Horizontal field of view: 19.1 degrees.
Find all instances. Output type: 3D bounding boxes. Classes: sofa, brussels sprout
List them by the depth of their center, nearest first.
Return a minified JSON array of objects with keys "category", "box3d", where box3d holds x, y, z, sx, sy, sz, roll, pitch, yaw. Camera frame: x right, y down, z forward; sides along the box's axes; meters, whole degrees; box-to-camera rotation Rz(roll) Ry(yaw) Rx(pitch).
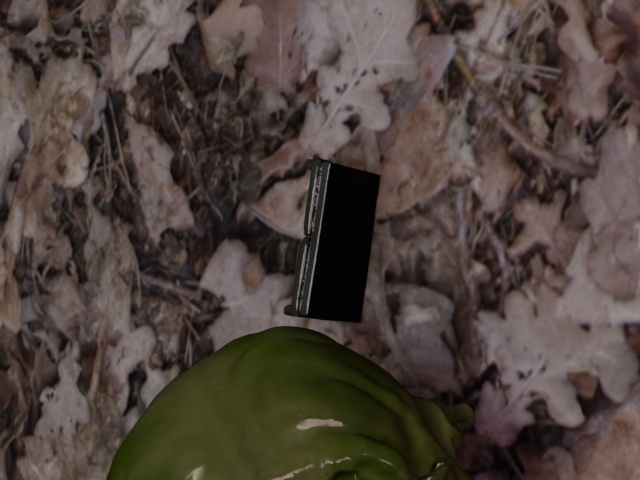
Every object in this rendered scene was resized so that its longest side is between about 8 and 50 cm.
[{"category":"brussels sprout","box3d":[-0.037,0.287,1.597,0.425,0.342,0.361,-67,22,6]},{"category":"sofa","box3d":[0.000,0.000,1.761,0.060,0.085,0.147,7,88,39]}]
